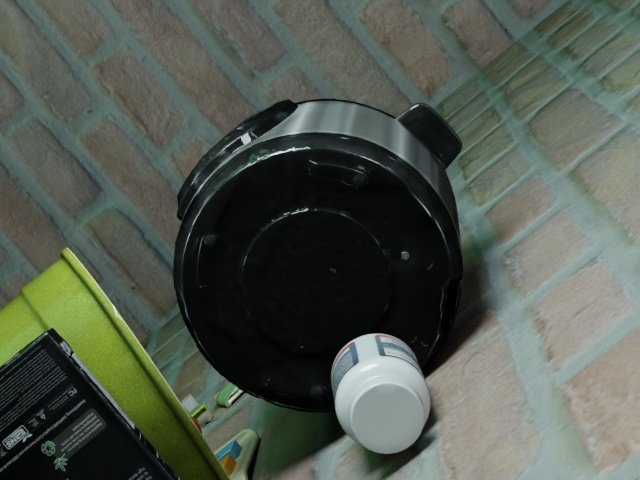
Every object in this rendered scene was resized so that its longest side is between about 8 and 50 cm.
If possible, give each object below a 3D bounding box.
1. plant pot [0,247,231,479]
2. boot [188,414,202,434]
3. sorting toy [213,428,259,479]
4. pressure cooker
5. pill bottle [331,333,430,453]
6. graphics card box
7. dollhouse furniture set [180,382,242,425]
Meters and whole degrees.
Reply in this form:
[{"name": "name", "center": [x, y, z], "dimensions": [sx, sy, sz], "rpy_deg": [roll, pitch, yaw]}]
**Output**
[{"name": "plant pot", "center": [-0.331, 0.257, 1.746], "dimensions": [0.353, 0.366, 0.366], "rpy_deg": [-34, 8, -10]}, {"name": "boot", "center": [-0.152, 0.305, 1.963], "dimensions": [0.176, 0.088, 0.244], "rpy_deg": [-30, 34, 34]}, {"name": "sorting toy", "center": [-0.172, 0.344, 2.121], "dimensions": [0.193, 0.038, 0.208], "rpy_deg": [-38, 9, 8]}, {"name": "pressure cooker", "center": [0.003, 0.005, 2.052], "dimensions": [0.370, 0.375, 0.420], "rpy_deg": [0, 14, 5]}, {"name": "pill bottle", "center": [0.068, 0.176, 1.742], "dimensions": [0.108, 0.108, 0.180], "rpy_deg": [-39, 9, 5]}, {"name": "graphics card box", "center": [-0.242, 0.299, 1.548], "dimensions": [0.233, 0.371, 0.094], "rpy_deg": [-41, 5, -4]}, {"name": "dollhouse furniture set", "center": [-0.188, 0.261, 2.536], "dimensions": [0.152, 0.058, 0.076], "rpy_deg": [-42, 10, -16]}]
